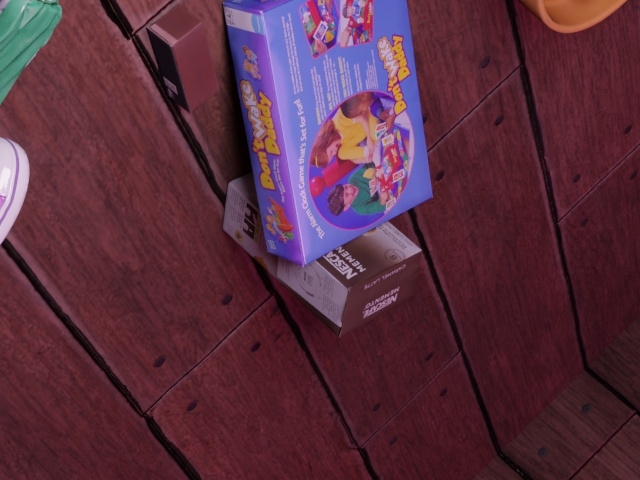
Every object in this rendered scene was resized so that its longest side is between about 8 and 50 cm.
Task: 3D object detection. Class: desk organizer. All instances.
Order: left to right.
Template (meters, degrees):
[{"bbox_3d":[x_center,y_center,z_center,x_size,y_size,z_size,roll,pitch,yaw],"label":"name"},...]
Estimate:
[{"bbox_3d":[-0.163,-0.216,2.054,0.050,0.047,0.130,-41,151,-18],"label":"desk organizer"}]

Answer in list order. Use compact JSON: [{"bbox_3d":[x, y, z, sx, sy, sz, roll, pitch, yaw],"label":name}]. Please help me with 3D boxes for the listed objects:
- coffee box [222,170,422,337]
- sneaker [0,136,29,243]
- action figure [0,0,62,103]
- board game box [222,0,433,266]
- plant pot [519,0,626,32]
[{"bbox_3d":[0.000,0.000,2.328,0.141,0.246,0.098,-27,145,-33],"label":"coffee box"},{"bbox_3d":[-0.445,-0.013,1.860,0.282,0.102,0.161,-49,148,2],"label":"sneaker"},{"bbox_3d":[-0.343,-0.195,1.788,0.232,0.063,0.137,-45,154,16],"label":"action figure"},{"bbox_3d":[0.016,-0.173,2.184,0.233,0.078,0.347,-28,122,-33],"label":"board game box"},{"bbox_3d":[0.320,-0.450,2.268,0.291,0.203,0.291,-34,149,-24],"label":"plant pot"}]
